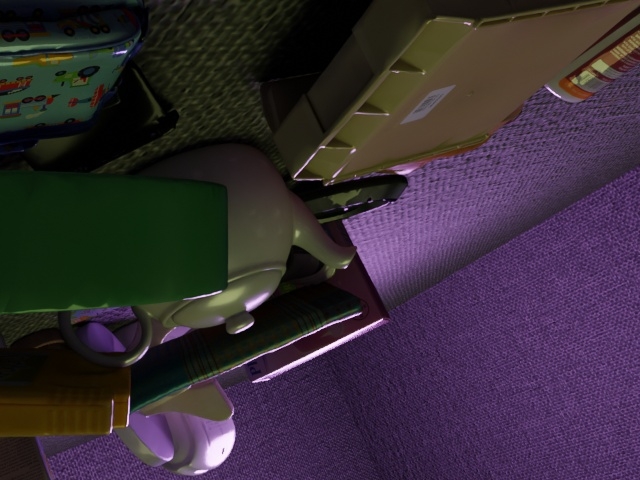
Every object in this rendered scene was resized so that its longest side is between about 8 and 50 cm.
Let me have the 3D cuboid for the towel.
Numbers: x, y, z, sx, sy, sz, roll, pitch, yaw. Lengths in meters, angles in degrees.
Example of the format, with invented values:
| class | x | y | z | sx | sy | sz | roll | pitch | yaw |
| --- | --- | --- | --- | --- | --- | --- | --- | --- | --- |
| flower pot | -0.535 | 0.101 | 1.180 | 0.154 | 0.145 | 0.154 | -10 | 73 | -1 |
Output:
| class | x | y | z | sx | sy | sz | roll | pitch | yaw |
| --- | --- | --- | --- | --- | --- | --- | --- | --- | --- |
| towel | -0.136 | 0.148 | 1.103 | 0.370 | 0.040 | 0.271 | -22 | -173 | -8 |

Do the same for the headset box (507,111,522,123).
| class | x | y | z | sx | sy | sz | roll | pitch | yaw |
| --- | --- | --- | --- | --- | --- | --- | --- | --- | --- |
| headset box | 0.228 | -0.184 | 1.069 | 0.083 | 0.062 | 0.032 | -22 | 168 | -19 |

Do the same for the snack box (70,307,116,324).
| class | x | y | z | sx | sy | sz | roll | pitch | yaw |
| --- | --- | --- | --- | --- | --- | --- | --- | --- | --- |
| snack box | -0.297 | 0.070 | 1.136 | 0.141 | 0.037 | 0.100 | -20 | 166 | -24 |

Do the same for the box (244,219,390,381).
| class | x | y | z | sx | sy | sz | roll | pitch | yaw |
| --- | --- | --- | --- | --- | --- | --- | --- | --- | --- |
| box | -0.040 | 0.089 | 1.324 | 0.243 | 0.213 | 0.117 | -27 | 169 | 7 |

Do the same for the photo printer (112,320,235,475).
| class | x | y | z | sx | sy | sz | roll | pitch | yaw |
| --- | --- | --- | --- | --- | --- | --- | --- | --- | --- |
| photo printer | -0.281 | 0.311 | 1.559 | 0.107 | 0.307 | 0.256 | -27 | 169 | 7 |

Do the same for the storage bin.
| class | x | y | z | sx | sy | sz | roll | pitch | yaw |
| --- | --- | --- | --- | --- | --- | --- | --- | --- | --- |
| storage bin | 0.107 | -0.177 | 0.701 | 0.260 | 0.123 | 0.262 | -18 | 167 | -32 |

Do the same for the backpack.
| class | x | y | z | sx | sy | sz | roll | pitch | yaw |
| --- | --- | --- | --- | --- | --- | --- | --- | --- | --- |
| backpack | -0.191 | -0.102 | 0.423 | 0.158 | 0.117 | 0.173 | -15 | 167 | -39 |

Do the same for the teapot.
| class | x | y | z | sx | sy | sz | roll | pitch | yaw |
| --- | --- | --- | --- | --- | --- | --- | --- | --- | --- |
| teapot | -0.135 | 0.022 | 0.902 | 0.256 | 0.187 | 0.252 | -31 | 167 | 28 |

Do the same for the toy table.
| class | x | y | z | sx | sy | sz | roll | pitch | yaw |
| --- | --- | --- | --- | --- | --- | --- | --- | --- | --- |
| toy table | -0.276 | 0.230 | 1.337 | 0.161 | 0.274 | 0.252 | -29 | -157 | 5 |

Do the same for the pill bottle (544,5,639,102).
| class | x | y | z | sx | sy | sz | roll | pitch | yaw |
| --- | --- | --- | --- | --- | --- | --- | --- | --- | --- |
| pill bottle | 0.328 | -0.253 | 0.831 | 0.121 | 0.121 | 0.221 | -13 | 163 | -47 |

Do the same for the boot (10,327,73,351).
| class | x | y | z | sx | sy | sz | roll | pitch | yaw |
| --- | --- | --- | --- | --- | --- | --- | --- | --- | --- |
| boot | -0.445 | 0.236 | 1.365 | 0.112 | 0.115 | 0.305 | -26 | 169 | -7 |

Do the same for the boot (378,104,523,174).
| class | x | y | z | sx | sy | sz | roll | pitch | yaw |
| --- | --- | --- | --- | --- | --- | --- | --- | --- | --- |
| boot | 0.081 | -0.120 | 0.959 | 0.295 | 0.104 | 0.211 | -11 | 173 | -23 |

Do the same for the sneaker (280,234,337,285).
| class | x | y | z | sx | sy | sz | roll | pitch | yaw |
| --- | --- | --- | --- | --- | --- | --- | --- | --- | --- |
| sneaker | -0.109 | 0.036 | 1.205 | 0.271 | 0.100 | 0.108 | -18 | 161 | 31 |

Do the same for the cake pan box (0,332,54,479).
| class | x | y | z | sx | sy | sz | roll | pitch | yaw |
| --- | --- | --- | --- | --- | --- | --- | --- | --- | --- |
| cake pan box | -0.525 | 0.279 | 1.059 | 0.267 | 0.246 | 0.070 | -22 | 167 | -21 |

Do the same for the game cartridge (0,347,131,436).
| class | x | y | z | sx | sy | sz | roll | pitch | yaw |
| --- | --- | --- | --- | --- | --- | --- | --- | --- | --- |
| game cartridge | -0.365 | 0.151 | 0.831 | 0.324 | 0.052 | 0.285 | 2 | 180 | -14 |

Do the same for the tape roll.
| class | x | y | z | sx | sy | sz | roll | pitch | yaw |
| --- | --- | --- | --- | --- | --- | --- | --- | --- | --- |
| tape roll | -0.224 | -0.002 | 0.539 | 0.321 | 0.077 | 0.321 | 0 | -179 | 0 |

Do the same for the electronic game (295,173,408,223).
| class | x | y | z | sx | sy | sz | roll | pitch | yaw |
| --- | --- | --- | --- | --- | --- | --- | --- | --- | --- |
| electronic game | 0.016 | -0.058 | 1.147 | 0.229 | 0.048 | 0.229 | -14 | 176 | -1 |

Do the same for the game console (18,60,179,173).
| class | x | y | z | sx | sy | sz | roll | pitch | yaw |
| --- | --- | --- | --- | --- | --- | --- | --- | --- | --- |
| game console | -0.192 | -0.102 | 0.672 | 0.122 | 0.071 | 0.107 | -25 | -162 | 2 |
